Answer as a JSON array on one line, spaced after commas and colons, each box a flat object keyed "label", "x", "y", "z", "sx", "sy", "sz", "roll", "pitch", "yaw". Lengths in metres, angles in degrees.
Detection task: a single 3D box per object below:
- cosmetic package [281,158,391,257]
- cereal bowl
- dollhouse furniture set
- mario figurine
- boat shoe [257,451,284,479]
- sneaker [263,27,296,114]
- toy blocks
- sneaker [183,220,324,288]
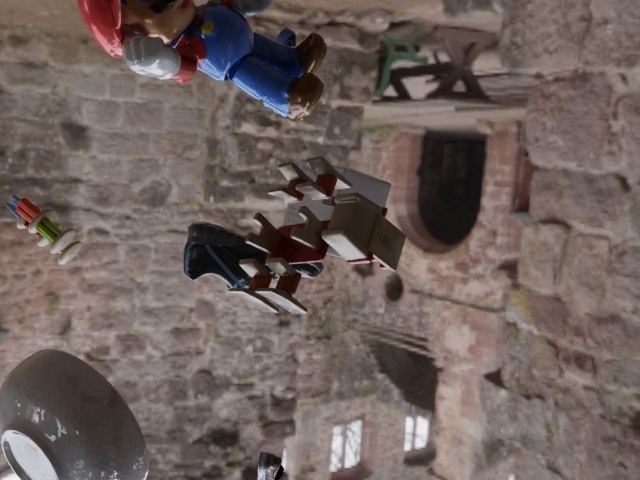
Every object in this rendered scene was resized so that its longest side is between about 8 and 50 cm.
[{"label": "cosmetic package", "x": 0.032, "y": -0.064, "z": 1.625, "sx": 0.151, "sy": 0.184, "sz": 0.151, "roll": 14, "pitch": -178, "yaw": -43}, {"label": "cereal bowl", "x": -0.501, "y": 0.386, "z": 1.438, "sx": 0.338, "sy": 0.339, "sz": 0.141, "roll": 7, "pitch": -152, "yaw": 33}, {"label": "dollhouse furniture set", "x": 0.000, "y": 0.000, "z": 1.291, "sx": 0.259, "sy": 0.262, "sz": 0.135, "roll": -5, "pitch": 147, "yaw": 46}, {"label": "mario figurine", "x": -0.138, "y": -0.269, "z": 0.929, "sx": 0.320, "sy": 0.170, "sz": 0.198, "roll": 18, "pitch": -165, "yaw": -20}, {"label": "boat shoe", "x": -0.131, "y": 0.620, "z": 1.988, "sx": 0.066, "sy": 0.066, "sz": 0.183, "roll": 8, "pitch": 143, "yaw": 2}, {"label": "sneaker", "x": -0.085, "y": -0.441, "z": 1.993, "sx": 0.090, "sy": 0.232, "sz": 0.081, "roll": 30, "pitch": -142, "yaw": 20}, {"label": "toy blocks", "x": -0.484, "y": -0.034, "z": 1.281, "sx": 0.148, "sy": 0.054, "sz": 0.123, "roll": 40, "pitch": 161, "yaw": 6}, {"label": "sneaker", "x": -0.162, "y": 0.054, "z": 1.797, "sx": 0.340, "sy": 0.140, "sz": 0.125, "roll": 13, "pitch": -175, "yaw": -15}]
